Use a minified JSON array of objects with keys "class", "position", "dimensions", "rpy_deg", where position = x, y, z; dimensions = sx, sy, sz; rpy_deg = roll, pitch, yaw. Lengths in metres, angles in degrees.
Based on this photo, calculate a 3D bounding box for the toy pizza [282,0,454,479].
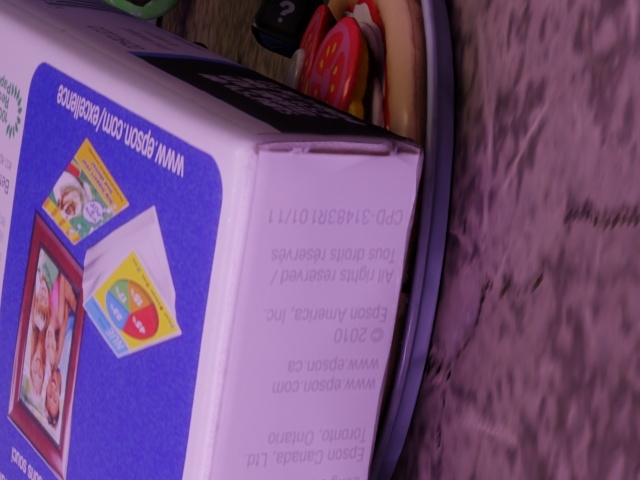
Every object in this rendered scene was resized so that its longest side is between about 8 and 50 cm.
[{"class":"toy pizza","position":[0.000,0.000,0.622],"dimensions":[0.201,0.032,0.201],"rpy_deg":[-173,90,-79]}]

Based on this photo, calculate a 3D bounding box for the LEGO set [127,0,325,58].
[{"class":"LEGO set","position":[-0.087,-0.141,0.652],"dimensions":[0.060,0.244,0.182],"rpy_deg":[-64,14,-11]}]

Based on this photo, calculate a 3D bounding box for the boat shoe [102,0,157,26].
[{"class":"boat shoe","position":[-0.166,-0.077,1.330],"dimensions":[0.088,0.096,0.267],"rpy_deg":[117,159,-69]}]

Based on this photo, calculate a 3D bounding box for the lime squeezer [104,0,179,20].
[{"class":"lime squeezer","position":[-0.087,-0.193,1.163],"dimensions":[0.110,0.059,0.310],"rpy_deg":[-52,0,-21]}]

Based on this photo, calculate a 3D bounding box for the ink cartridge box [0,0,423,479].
[{"class":"ink cartridge box","position":[-0.085,0.082,0.640],"dimensions":[0.303,0.072,0.307],"rpy_deg":[31,116,58]}]

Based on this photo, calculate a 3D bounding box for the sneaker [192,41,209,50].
[{"class":"sneaker","position":[-0.068,-0.057,0.924],"dimensions":[0.152,0.058,0.084],"rpy_deg":[131,136,-81]}]
